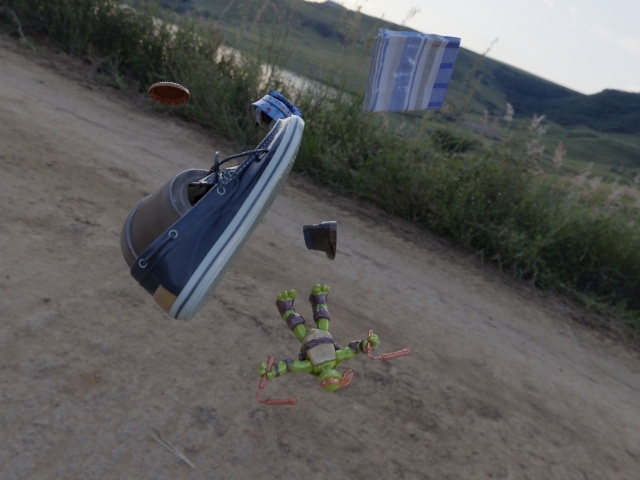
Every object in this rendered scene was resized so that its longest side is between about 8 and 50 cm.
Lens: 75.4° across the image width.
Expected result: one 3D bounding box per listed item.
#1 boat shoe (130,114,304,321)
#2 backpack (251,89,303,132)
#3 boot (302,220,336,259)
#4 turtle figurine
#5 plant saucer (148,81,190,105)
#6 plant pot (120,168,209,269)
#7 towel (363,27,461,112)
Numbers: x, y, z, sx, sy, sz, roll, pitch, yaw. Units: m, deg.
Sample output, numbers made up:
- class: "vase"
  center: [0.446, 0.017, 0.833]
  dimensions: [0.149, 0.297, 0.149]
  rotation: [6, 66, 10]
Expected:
- class: "boat shoe"
  center: [-0.185, -0.084, 0.831]
  dimensions: [0.156, 0.187, 0.500]
  rotation: [32, 68, -2]
- class: "backpack"
  center: [-0.137, -0.395, 1.309]
  dimensions: [0.158, 0.117, 0.173]
  rotation: [40, -2, 4]
- class: "boot"
  center: [0.000, 0.000, 1.355]
  dimensions: [0.106, 0.219, 0.082]
  rotation: [1, 61, 1]
- class: "turtle figurine"
  center: [0.007, 0.185, 0.758]
  dimensions: [0.269, 0.087, 0.217]
  rotation: [-17, 48, -5]
- class: "plant saucer"
  center: [-0.321, -0.312, 0.879]
  dimensions: [0.083, 0.013, 0.083]
  rotation: [-3, -10, -1]
- class: "plant pot"
  center: [-0.372, -0.050, 1.187]
  dimensions: [0.323, 0.280, 0.323]
  rotation: [19, 53, -27]
- class: "towel"
  center: [0.250, -0.451, 1.125]
  dimensions: [0.284, 0.209, 0.034]
  rotation: [-11, 39, -27]
